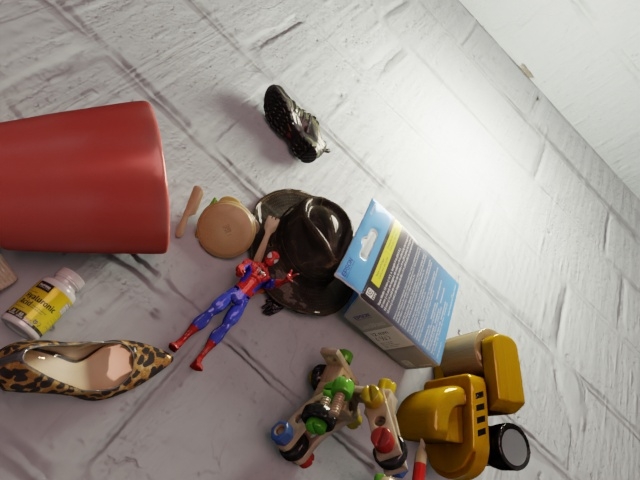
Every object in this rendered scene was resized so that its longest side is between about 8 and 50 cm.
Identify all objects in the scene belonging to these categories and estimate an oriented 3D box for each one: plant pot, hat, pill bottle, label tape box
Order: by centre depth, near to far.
[{"bbox_3d":[-0.446,0.100,0.733,0.065,0.065,0.116,40,51,-11],"label":"pill bottle"},{"bbox_3d":[-0.399,-0.095,0.750,0.243,0.275,0.274,-8,72,-26],"label":"plant pot"},{"bbox_3d":[0.000,0.000,1.034,0.332,0.134,0.331,18,56,-29],"label":"hat"},{"bbox_3d":[0.169,0.108,1.084,0.348,0.115,0.249,41,51,-18],"label":"label tape box"}]

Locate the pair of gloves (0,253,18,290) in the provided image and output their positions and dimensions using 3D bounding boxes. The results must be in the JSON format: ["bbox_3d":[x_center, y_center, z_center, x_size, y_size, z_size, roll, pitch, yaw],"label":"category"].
[{"bbox_3d":[-0.557,0.013,0.621,0.240,0.042,0.204,-44,121,-65],"label":"pair of gloves"}]

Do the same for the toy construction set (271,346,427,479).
[{"bbox_3d":[0.088,0.336,0.872,0.309,0.257,0.237,42,40,-13],"label":"toy construction set"}]

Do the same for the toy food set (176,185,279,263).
[{"bbox_3d":[-0.199,-0.027,0.964,0.192,0.038,0.132,23,82,-12],"label":"toy food set"}]

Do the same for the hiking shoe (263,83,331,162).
[{"bbox_3d":[-0.063,-0.312,1.196,0.226,0.086,0.114,58,37,-3],"label":"hiking shoe"}]

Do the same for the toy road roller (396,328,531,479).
[{"bbox_3d":[0.304,0.357,1.019,0.241,0.202,0.329,19,60,-21],"label":"toy road roller"}]

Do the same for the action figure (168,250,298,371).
[{"bbox_3d":[-0.152,0.111,0.858,0.091,0.139,0.280,45,57,-10],"label":"action figure"}]

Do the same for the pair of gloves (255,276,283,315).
[{"bbox_3d":[-0.112,0.120,0.981,0.074,0.010,0.083,-28,86,-42],"label":"pair of gloves"}]

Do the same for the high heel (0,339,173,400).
[{"bbox_3d":[-0.338,0.187,0.682,0.261,0.186,0.093,1,67,-33],"label":"high heel"}]
